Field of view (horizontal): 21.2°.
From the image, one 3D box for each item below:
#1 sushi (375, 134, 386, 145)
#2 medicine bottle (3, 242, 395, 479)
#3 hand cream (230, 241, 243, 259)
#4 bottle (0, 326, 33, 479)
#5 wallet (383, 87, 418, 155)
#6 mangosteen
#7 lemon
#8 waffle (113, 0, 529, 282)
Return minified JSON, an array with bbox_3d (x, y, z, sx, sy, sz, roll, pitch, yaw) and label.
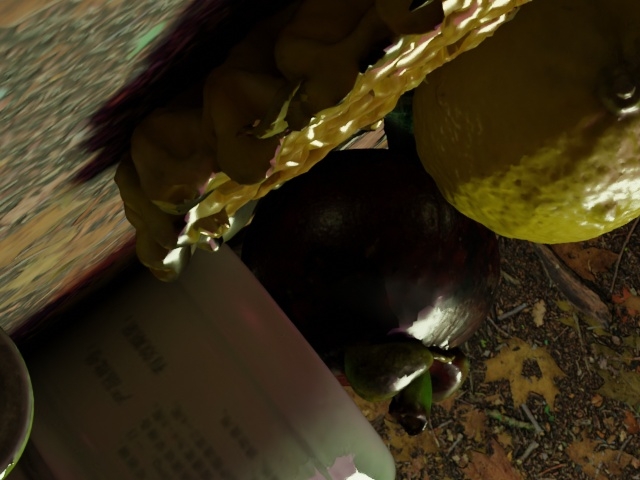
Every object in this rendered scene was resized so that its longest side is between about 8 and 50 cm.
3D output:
[{"bbox_3d":[0.192,-0.178,1.676,0.279,0.043,0.192,-37,176,-31],"label":"sushi"},{"bbox_3d":[-0.127,0.170,1.209,0.302,0.241,0.241,-38,177,-5],"label":"medicine bottle"},{"bbox_3d":[-0.094,0.054,1.495,0.139,0.089,0.314,-37,-175,24],"label":"hand cream"},{"bbox_3d":[-0.221,0.123,0.811,0.093,0.093,0.330,-36,176,-33],"label":"bottle"},{"bbox_3d":[0.168,-0.105,1.392,0.236,0.055,0.160,-6,174,2],"label":"wallet"},{"bbox_3d":[0.038,0.035,1.378,0.216,0.216,0.216,-38,177,-2],"label":"mangosteen"},{"bbox_3d":[0.159,-0.093,1.166,0.192,0.192,0.231,-38,-176,-14],"label":"lemon"},{"bbox_3d":[0.027,-0.095,0.791,0.329,0.062,0.329,-38,178,-1],"label":"waffle"}]
